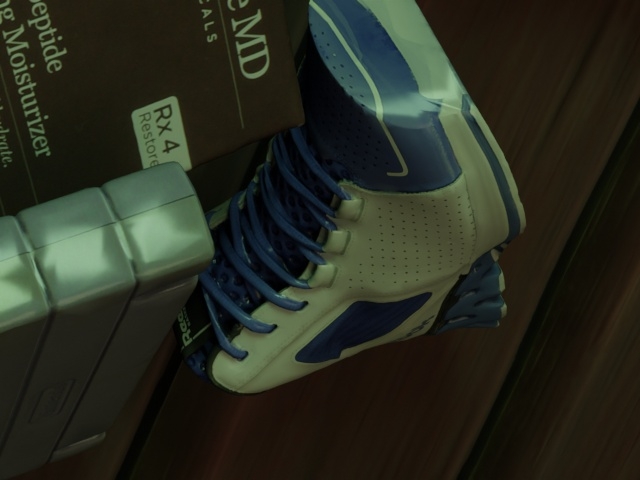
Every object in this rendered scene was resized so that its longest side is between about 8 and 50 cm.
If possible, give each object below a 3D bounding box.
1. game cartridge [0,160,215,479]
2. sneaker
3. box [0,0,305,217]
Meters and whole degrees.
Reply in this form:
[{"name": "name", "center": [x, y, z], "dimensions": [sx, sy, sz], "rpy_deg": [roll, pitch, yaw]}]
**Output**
[{"name": "game cartridge", "center": [-0.191, 0.072, 0.924], "dimensions": [0.230, 0.068, 0.355], "rpy_deg": [-15, 166, -19]}, {"name": "sneaker", "center": [0.000, 0.000, 1.041], "dimensions": [0.182, 0.127, 0.315], "rpy_deg": [-25, 156, -6]}, {"name": "box", "center": [-0.142, -0.118, 0.901], "dimensions": [0.203, 0.167, 0.168], "rpy_deg": [-23, 126, -17]}]
